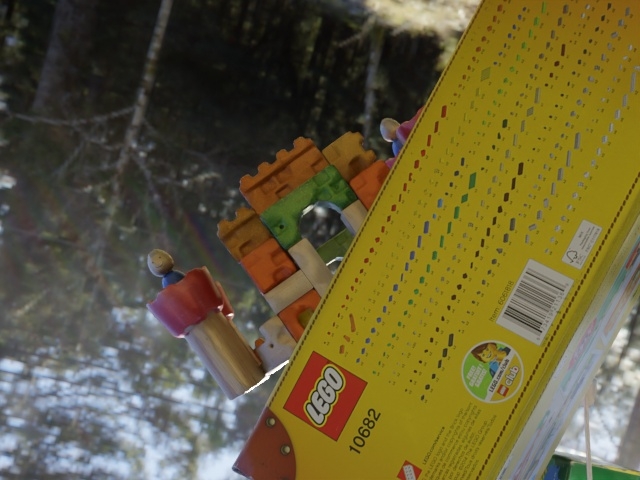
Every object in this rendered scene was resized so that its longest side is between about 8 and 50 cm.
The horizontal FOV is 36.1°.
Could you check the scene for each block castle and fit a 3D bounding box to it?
[{"bbox_3d":[0.000,0.000,1.282,0.212,0.453,0.303,54,175,5],"label":"block castle"}]

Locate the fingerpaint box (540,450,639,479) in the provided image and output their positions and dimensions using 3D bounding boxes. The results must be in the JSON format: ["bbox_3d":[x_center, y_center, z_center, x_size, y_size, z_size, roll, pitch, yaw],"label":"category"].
[{"bbox_3d":[0.402,0.584,1.640,0.163,0.444,0.371,12,173,0],"label":"fingerpaint box"}]

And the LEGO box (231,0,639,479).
[{"bbox_3d":[0.179,0.035,0.916,0.193,0.500,0.372,28,180,22],"label":"LEGO box"}]

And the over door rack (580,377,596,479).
[{"bbox_3d":[0.451,0.315,1.261,0.240,0.324,0.108,-4,155,20],"label":"over door rack"}]
